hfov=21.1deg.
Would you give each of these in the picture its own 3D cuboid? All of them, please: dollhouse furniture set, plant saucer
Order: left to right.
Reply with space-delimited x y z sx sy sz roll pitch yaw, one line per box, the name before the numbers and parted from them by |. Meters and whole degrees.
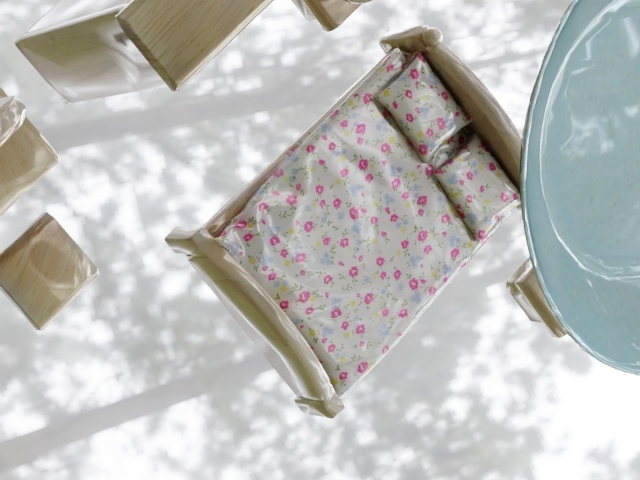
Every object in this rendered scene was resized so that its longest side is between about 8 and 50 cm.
dollhouse furniture set | 0.000 0.000 0.923 0.355 0.303 0.174 51 -21 -18
plant saucer | 0.143 -0.042 0.711 0.037 0.195 0.195 18 -66 52
